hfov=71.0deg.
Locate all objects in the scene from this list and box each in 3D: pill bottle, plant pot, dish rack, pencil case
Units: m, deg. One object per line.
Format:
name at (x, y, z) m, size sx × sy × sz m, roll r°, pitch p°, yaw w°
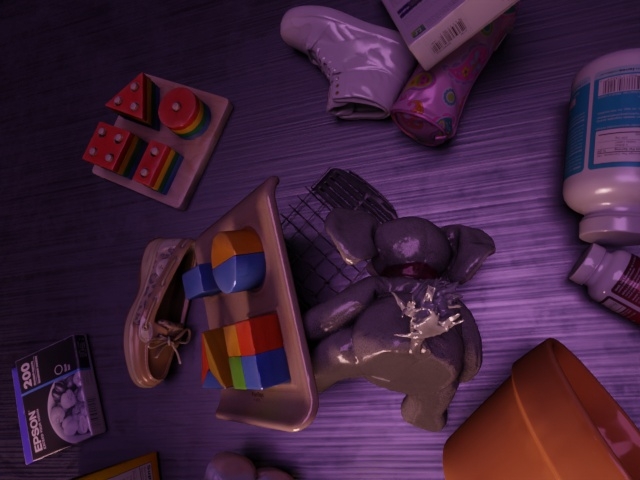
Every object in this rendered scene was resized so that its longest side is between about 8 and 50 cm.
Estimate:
pill bottle at (0.444, -0.130, 0.664) m, size 0.146 × 0.146 × 0.264 m, roll 7°, pitch 81°, yaw 18°
pill bottle at (0.451, 0.068, 0.649) m, size 0.152 × 0.086 × 0.086 m, roll 33°, pitch 89°, yaw 20°
plant pot at (0.295, 0.300, 0.557) m, size 0.203 × 0.290 × 0.291 m, roll -41°, pitch 69°, yaw 21°
dish rack at (0.000, 0.000, 0.805) m, size 0.271 × 0.074 × 0.208 m, roll -47°, pitch 71°, yaw 2°
pencil case at (0.233, -0.309, 0.781) m, size 0.124 × 0.124 × 0.284 m, roll 28°, pitch 85°, yaw 20°

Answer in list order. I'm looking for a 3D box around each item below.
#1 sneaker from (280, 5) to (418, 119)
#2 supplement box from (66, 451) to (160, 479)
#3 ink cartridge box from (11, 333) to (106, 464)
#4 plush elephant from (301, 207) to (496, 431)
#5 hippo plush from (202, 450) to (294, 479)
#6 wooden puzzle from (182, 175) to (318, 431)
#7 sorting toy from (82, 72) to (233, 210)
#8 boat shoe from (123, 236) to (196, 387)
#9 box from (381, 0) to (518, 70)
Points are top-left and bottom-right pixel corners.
sneaker at (0.024, -0.330, 0.854) m, size 0.292 × 0.108 × 0.169 m, roll 23°, pitch 82°, yaw 19°
supplement box at (-0.414, 0.478, 0.669) m, size 0.195 × 0.356 × 0.194 m, roll -21°, pitch 72°, yaw 11°
ink cartridge box at (-0.551, 0.324, 0.912) m, size 0.208 × 0.045 × 0.206 m, roll -26°, pitch 72°, yaw 11°
plush elephant at (0.115, 0.080, 0.661) m, size 0.271 × 0.330 × 0.256 m, roll 16°, pitch 48°, yaw -2°
hippo plush at (-0.138, 0.511, 0.693) m, size 0.294 × 0.234 × 0.237 m, roll 55°, pitch 127°, yaw 34°
wooden puzzle at (-0.139, 0.110, 0.710) m, size 0.322 × 0.080 × 0.348 m, roll -26°, pitch 70°, yaw 54°
sorting toy at (-0.358, -0.230, 0.953) m, size 0.257 × 0.089 × 0.256 m, roll 22°, pitch 85°, yaw 20°
boat shoe at (-0.294, 0.130, 0.846) m, size 0.089 × 0.104 × 0.286 m, roll -2°, pitch 77°, yaw 19°
box at (0.219, -0.436, 0.737) m, size 0.232 × 0.058 × 0.322 m, roll -33°, pitch 40°, yaw 24°
